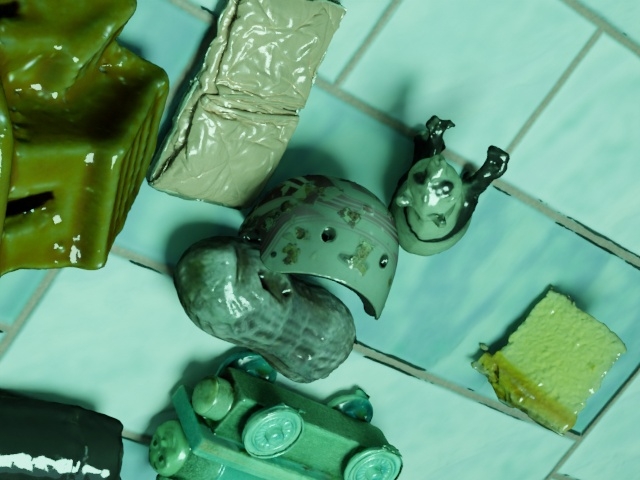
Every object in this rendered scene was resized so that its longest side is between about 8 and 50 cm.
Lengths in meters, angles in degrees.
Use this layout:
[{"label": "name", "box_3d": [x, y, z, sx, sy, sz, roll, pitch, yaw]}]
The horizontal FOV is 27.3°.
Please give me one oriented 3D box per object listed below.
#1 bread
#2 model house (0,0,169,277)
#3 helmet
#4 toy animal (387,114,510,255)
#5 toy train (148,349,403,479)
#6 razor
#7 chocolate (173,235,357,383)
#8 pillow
[{"label": "bread", "box_3d": [0.283, 0.155, 1.559, 0.147, 0.152, 0.127, -49, 131, -1]}, {"label": "model house", "box_3d": [-0.218, -0.105, 1.101, 0.239, 0.173, 0.268, -13, 131, -41]}, {"label": "helmet", "box_3d": [0.009, -0.011, 1.289, 0.153, 0.177, 0.107, 23, 100, -25]}, {"label": "toy animal", "box_3d": [0.117, -0.048, 1.315, 0.093, 0.225, 0.121, 29, 83, 1]}, {"label": "toy train", "box_3d": [-0.049, 0.242, 1.468, 0.298, 0.120, 0.194, 29, 111, -38]}, {"label": "razor", "box_3d": [-0.363, 0.236, 1.305, 0.326, 0.107, 0.189, 10, 117, -31]}, {"label": "chocolate", "box_3d": [-0.056, 0.072, 1.354, 0.110, 0.110, 0.248, -46, 130, 8]}, {"label": "pillow", "box_3d": [-0.069, -0.134, 1.246, 0.126, 0.043, 0.233, 11, 113, -38]}]
